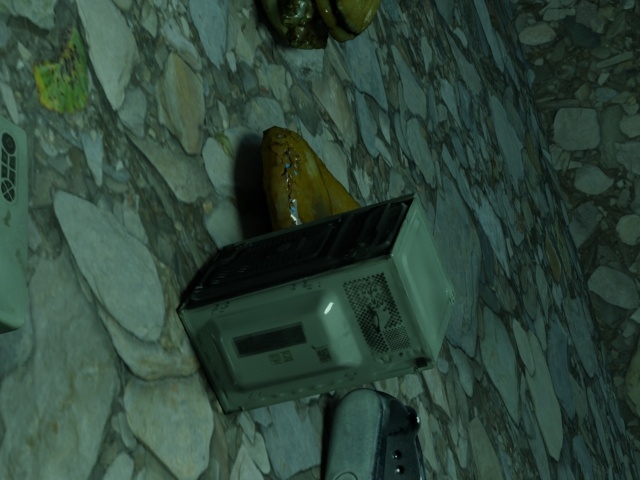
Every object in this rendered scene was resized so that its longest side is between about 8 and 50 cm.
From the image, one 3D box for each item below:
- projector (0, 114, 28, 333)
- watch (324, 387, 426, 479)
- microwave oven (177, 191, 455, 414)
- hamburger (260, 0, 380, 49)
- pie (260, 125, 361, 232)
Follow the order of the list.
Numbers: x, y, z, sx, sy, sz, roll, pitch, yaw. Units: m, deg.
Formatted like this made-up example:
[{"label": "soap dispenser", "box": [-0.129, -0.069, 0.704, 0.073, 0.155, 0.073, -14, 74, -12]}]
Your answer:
[{"label": "projector", "box": [-0.242, -0.022, 0.820, 0.115, 0.061, 0.147, 41, 38, -58]}, {"label": "watch", "box": [0.067, 0.263, 1.410, 0.193, 0.068, 0.206, 57, 30, -46]}, {"label": "microwave oven", "box": [0.001, 0.054, 1.181, 0.162, 0.208, 0.122, -60, 131, -63]}, {"label": "hamburger", "box": [-0.012, -0.297, 1.539, 0.185, 0.131, 0.159, -62, 142, -53]}, {"label": "pie", "box": [-0.001, 0.001, 1.393, 0.273, 0.069, 0.273, 54, 22, -35]}]
